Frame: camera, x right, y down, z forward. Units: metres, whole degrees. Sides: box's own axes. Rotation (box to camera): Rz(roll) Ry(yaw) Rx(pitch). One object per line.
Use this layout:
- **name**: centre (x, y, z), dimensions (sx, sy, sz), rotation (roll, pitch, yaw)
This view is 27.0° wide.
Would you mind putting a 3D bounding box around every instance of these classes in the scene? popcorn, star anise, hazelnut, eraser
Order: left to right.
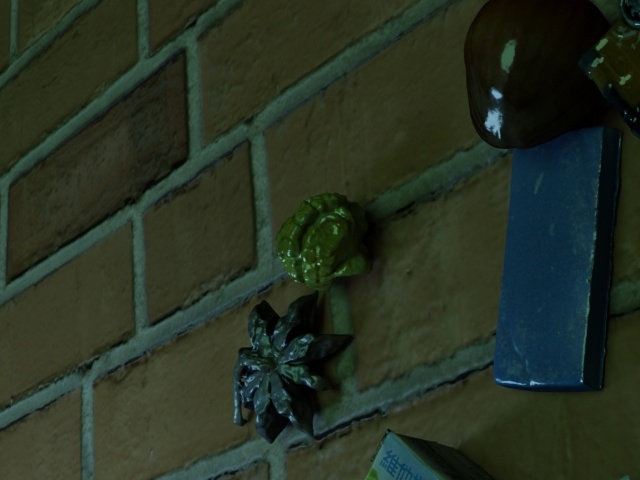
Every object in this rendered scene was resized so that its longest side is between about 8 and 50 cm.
- **star anise**: centre (-0.065, 0.189, 1.917), dimensions (0.262, 0.081, 0.230), rotation (-40, 60, 32)
- **popcorn**: centre (0.000, 0.000, 1.861), dimensions (0.162, 0.135, 0.141), rotation (32, 110, 49)
- **hazelnut**: centre (0.260, -0.204, 1.578), dimensions (0.210, 0.186, 0.210), rotation (168, 90, -79)
- **eraser**: centre (0.279, 0.022, 1.580), dimensions (0.144, 0.042, 0.312), rotation (-6, 73, 49)

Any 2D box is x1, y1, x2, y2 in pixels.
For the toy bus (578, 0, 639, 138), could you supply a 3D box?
- **toy bus**: centre (0.446, -0.229, 1.373), dimensions (0.323, 0.162, 0.194), rotation (-49, 47, 26)

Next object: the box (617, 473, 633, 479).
- **box**: centre (0.253, 0.360, 1.339), dimensions (0.291, 0.206, 0.262), rotation (27, 106, 52)

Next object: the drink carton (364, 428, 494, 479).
- **drink carton**: centre (0.103, 0.418, 1.584), dimensions (0.194, 0.132, 0.325), rotation (37, 105, 51)
